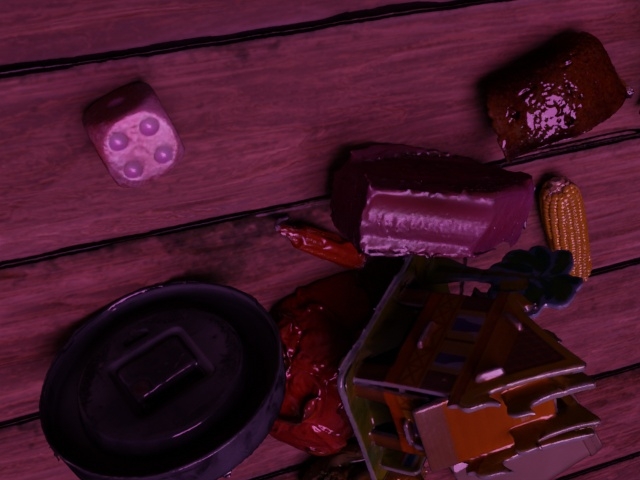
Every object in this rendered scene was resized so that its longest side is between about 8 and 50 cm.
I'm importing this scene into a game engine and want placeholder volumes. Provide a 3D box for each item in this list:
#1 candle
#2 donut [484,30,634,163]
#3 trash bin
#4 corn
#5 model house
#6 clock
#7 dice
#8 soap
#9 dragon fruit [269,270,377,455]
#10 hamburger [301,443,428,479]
[{"bbox_3d":[0.000,0.000,1.254,0.162,0.048,0.053,22,151,-40],"label":"candle"},{"bbox_3d":[0.328,-0.201,1.234,0.186,0.144,0.126,-23,108,21],"label":"donut"},{"bbox_3d":[0.347,0.353,1.584,0.247,0.121,0.243,-35,127,3],"label":"trash bin"},{"bbox_3d":[0.388,-0.017,1.408,0.067,0.067,0.206,-29,126,-6],"label":"corn"},{"bbox_3d":[0.244,0.167,1.237,0.358,0.312,0.242,-54,141,-41],"label":"model house"},{"bbox_3d":[-0.193,0.180,1.115,0.312,0.312,0.061,-23,132,-10],"label":"clock"},{"bbox_3d":[-0.220,-0.124,1.052,0.093,0.094,0.091,-28,123,-6],"label":"dice"},{"bbox_3d":[0.160,-0.050,1.217,0.289,0.182,0.112,4,115,-20],"label":"soap"},{"bbox_3d":[-0.029,0.211,1.305,0.205,0.152,0.317,5,117,-25],"label":"dragon fruit"},{"bbox_3d":[0.075,0.422,1.498,0.215,0.122,0.189,-7,128,-25],"label":"hamburger"}]
